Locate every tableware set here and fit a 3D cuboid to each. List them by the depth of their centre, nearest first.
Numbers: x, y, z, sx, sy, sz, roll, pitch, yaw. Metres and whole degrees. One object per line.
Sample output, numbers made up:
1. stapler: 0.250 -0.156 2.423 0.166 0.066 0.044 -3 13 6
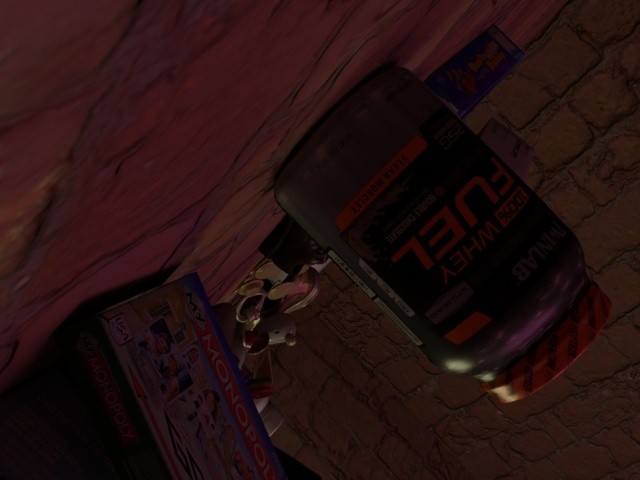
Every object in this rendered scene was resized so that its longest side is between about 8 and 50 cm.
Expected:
1. tableware set: -0.093 0.077 1.469 0.169 0.020 0.141 4 140 -46

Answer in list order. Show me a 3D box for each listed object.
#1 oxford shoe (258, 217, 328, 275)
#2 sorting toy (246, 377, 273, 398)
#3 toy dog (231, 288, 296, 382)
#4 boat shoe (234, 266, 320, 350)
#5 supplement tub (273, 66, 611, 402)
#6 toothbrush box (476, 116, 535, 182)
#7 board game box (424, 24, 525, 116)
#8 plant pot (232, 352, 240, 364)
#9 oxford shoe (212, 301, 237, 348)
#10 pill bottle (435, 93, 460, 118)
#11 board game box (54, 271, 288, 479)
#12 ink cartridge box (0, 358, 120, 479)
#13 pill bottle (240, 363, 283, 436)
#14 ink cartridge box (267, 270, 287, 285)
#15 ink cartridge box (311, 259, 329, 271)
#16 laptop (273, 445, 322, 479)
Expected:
1. oxford shoe: -0.007 -0.018 1.119 0.083 0.096 0.227 -40 174 -40
2. sorting toy: -0.217 0.267 1.180 0.275 0.046 0.132 -11 153 -3
3. toy dog: -0.181 0.287 1.618 0.334 0.161 0.220 -40 146 -9
4. boat shoe: -0.152 0.161 1.775 0.324 0.123 0.116 -42 144 10
5. supplement tub: 0.131 -0.003 0.771 0.207 0.338 0.207 -45 178 -2
6. toothbrush box: 0.306 -0.090 1.523 0.295 0.126 0.216 -52 179 34
7. board game box: 0.190 -0.209 1.302 0.233 0.078 0.347 -42 177 -38
8. plant pot: -0.224 0.220 0.935 0.234 0.166 0.165 -52 178 -1
9. oxford shoe: -0.220 0.217 1.315 0.130 0.123 0.348 -48 -179 -32
10. pill bottle: 0.119 -0.125 1.071 0.119 0.119 0.208 -43 177 -22
11. board game box: -0.101 0.195 0.638 0.046 0.317 0.213 -23 -178 12
12. ink cartridge box: -0.292 0.260 0.589 0.270 0.151 0.395 -45 179 23
13. pill bottle: -0.243 0.403 1.871 0.169 0.301 0.169 -44 177 -3
14. ink cartridge box: -0.095 0.066 1.602 0.028 0.048 0.083 -43 178 -34
15. ink cartridge box: 0.015 0.013 2.035 0.308 0.091 0.385 -44 179 -5
16. laptop: -0.288 0.455 1.255 0.408 0.236 0.382 -37 164 25
